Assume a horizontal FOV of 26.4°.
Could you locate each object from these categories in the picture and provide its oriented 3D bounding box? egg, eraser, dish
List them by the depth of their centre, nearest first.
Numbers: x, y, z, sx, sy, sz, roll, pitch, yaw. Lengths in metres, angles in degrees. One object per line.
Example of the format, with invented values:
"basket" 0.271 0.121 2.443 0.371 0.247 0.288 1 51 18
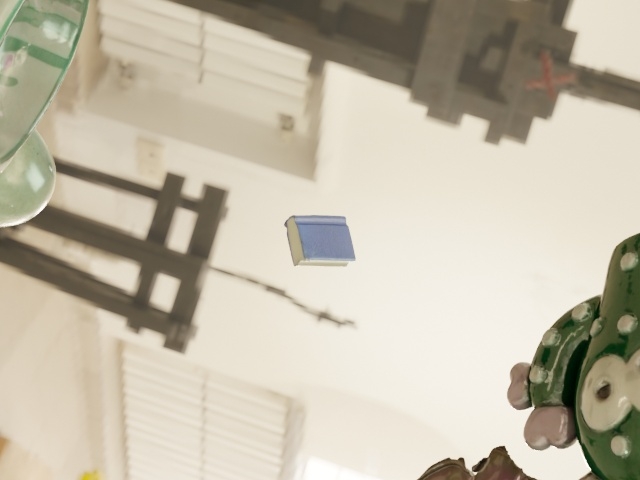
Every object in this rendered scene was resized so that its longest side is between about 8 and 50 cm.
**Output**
"dish" -0.264 -0.176 1.128 0.246 0.078 0.224 -66 176 23
"eraser" 0.000 0.000 1.706 0.027 0.084 0.063 -31 -115 47
"egg" -0.462 -0.113 1.813 0.236 0.169 0.169 38 61 -31

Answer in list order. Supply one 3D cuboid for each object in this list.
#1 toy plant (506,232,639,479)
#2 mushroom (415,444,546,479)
"toy plant" 0.255 0.112 1.013 0.232 0.112 0.243 -42 -137 20
"mushroom" 0.144 0.264 1.119 0.141 0.188 0.117 -42 128 -13
